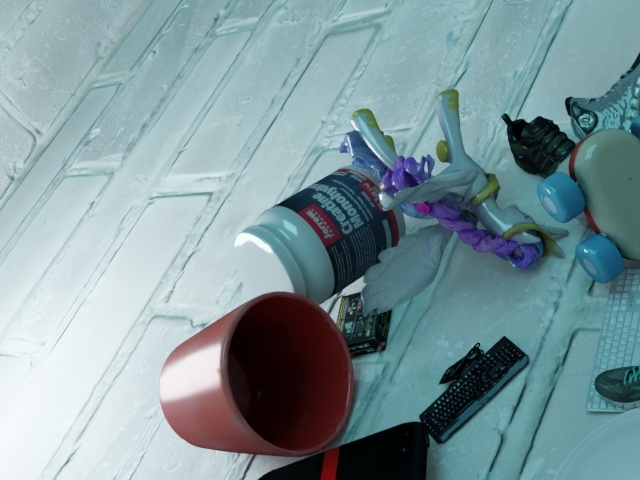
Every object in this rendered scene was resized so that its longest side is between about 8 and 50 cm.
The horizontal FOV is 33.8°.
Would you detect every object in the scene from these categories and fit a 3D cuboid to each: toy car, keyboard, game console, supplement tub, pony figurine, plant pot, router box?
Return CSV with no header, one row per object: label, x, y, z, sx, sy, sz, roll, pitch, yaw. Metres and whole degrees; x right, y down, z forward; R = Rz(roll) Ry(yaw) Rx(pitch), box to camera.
toy car,0.444,-0.068,1.646,0.219,0.210,0.238,-34,5,-7
keyboard,0.439,0.138,1.524,0.072,0.014,0.256,-8,46,38
keyboard,0.223,0.217,1.622,0.192,0.038,0.100,-42,34,-4
game console,0.003,0.457,1.508,0.342,0.060,0.386,-24,33,26
supplement tub,0.000,0.000,1.871,0.272,0.191,0.191,-32,27,-31
pony figurine,0.188,-0.073,1.731,0.351,0.302,0.363,-15,54,-27
plant pot,-0.123,0.236,1.753,0.243,0.275,0.275,-19,39,45
router box,0.074,0.144,1.843,0.092,0.038,0.122,-16,41,31

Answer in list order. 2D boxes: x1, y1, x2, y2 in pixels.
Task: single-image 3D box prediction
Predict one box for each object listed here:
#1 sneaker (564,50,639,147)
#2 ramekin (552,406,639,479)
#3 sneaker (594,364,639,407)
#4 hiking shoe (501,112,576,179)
sneaker,0.478,-0.243,1.745,0.132,0.086,0.228,15,72,20
ramekin,0.409,0.338,1.232,0.273,0.127,0.272,-25,37,20
sneaker,0.444,0.181,1.408,0.167,0.076,0.065,-6,46,33
hiking shoe,0.393,-0.153,1.804,0.086,0.114,0.227,-48,35,-10
